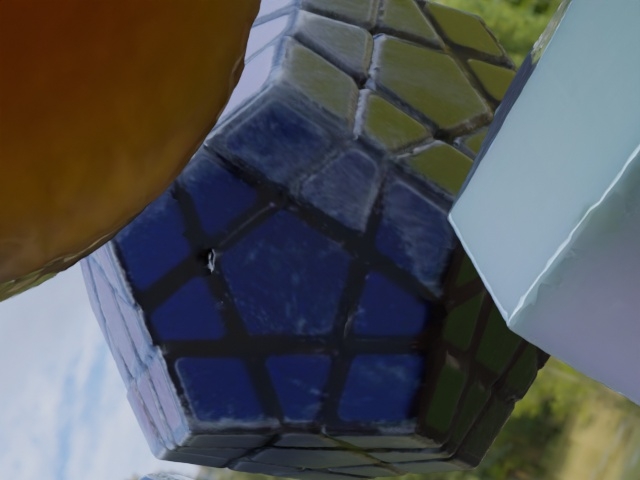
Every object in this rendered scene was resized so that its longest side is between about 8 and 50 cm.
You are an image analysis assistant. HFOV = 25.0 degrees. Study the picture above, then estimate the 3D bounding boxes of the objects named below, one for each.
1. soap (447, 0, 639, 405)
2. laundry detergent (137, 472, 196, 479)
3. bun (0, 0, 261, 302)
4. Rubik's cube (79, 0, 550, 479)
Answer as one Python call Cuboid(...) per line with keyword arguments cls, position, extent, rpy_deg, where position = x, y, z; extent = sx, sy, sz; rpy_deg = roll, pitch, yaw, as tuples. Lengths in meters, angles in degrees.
Cuboid(cls="soap", position=(0.199, -0.005, 0.520), extent=(0.115, 0.347, 0.208), rpy_deg=(-54, 37, 24))
Cuboid(cls="laundry detergent", position=(-0.056, 0.201, 0.971), extent=(0.206, 0.097, 0.061), rpy_deg=(-2, 54, 60))
Cuboid(cls="bun", position=(-0.163, -0.117, 0.500), extent=(0.299, 0.165, 0.298), rpy_deg=(-6, -81, -45))
Cuboid(cls="Rubik's cube", position=(0.000, -0.001, 0.855), extent=(0.264, 0.319, 0.319), rpy_deg=(-47, -22, -79))
